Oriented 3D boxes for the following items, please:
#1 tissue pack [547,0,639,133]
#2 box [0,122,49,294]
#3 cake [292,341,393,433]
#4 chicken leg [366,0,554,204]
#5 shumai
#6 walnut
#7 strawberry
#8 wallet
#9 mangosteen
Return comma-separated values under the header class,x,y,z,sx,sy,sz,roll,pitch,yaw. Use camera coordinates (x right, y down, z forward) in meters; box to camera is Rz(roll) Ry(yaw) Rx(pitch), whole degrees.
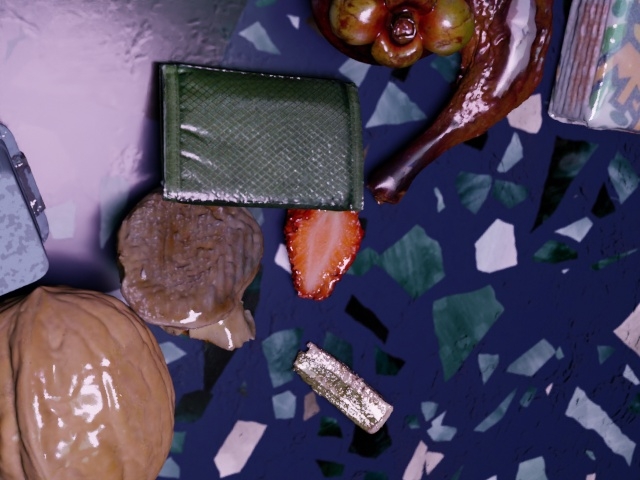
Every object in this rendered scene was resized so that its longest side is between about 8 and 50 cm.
class,x,y,z,sx,sy,sz,roll,pitch,yaw
tissue pack,0.431,-0.282,1.402,0.228,0.128,0.310,7,99,-20
box,-0.394,-0.009,1.155,0.227,0.130,0.162,-23,124,-16
cake,0.025,0.182,1.412,0.140,0.055,0.051,40,87,-6
chicken leg,0.189,-0.211,1.350,0.158,0.096,0.406,24,95,-19
shumai,-0.145,0.042,1.260,0.162,0.209,0.153,2,138,-1
walnut,-0.268,0.169,1.205,0.225,0.225,0.260,-15,108,-17
strawberry,-0.002,-0.002,1.350,0.104,0.048,0.152,7,113,-29
wallet,-0.066,-0.112,1.272,0.236,0.055,0.160,2,74,-19
mangosteen,0.082,-0.264,1.239,0.200,0.200,0.199,-5,104,-20
